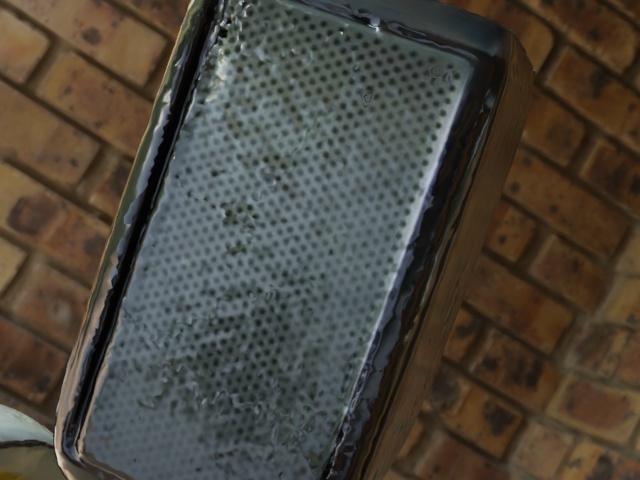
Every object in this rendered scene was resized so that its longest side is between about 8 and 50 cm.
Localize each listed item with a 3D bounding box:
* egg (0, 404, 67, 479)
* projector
[{"bbox_3d":[-0.437,0.283,1.137,0.201,0.337,0.337,48,2,32],"label":"egg"},{"bbox_3d":[0.000,0.000,0.844,0.242,0.405,0.395,22,9,13],"label":"projector"}]
